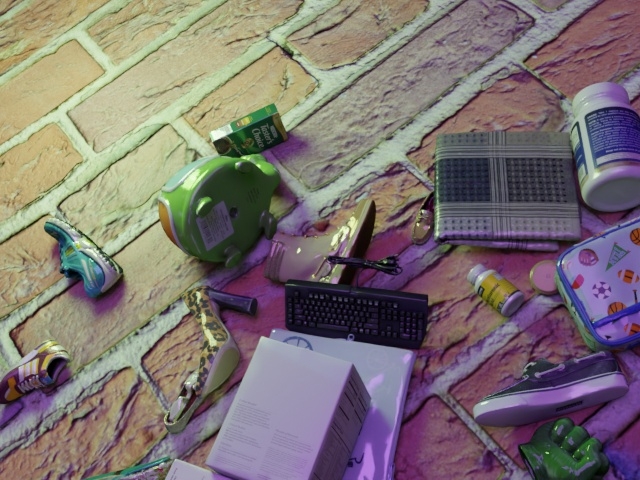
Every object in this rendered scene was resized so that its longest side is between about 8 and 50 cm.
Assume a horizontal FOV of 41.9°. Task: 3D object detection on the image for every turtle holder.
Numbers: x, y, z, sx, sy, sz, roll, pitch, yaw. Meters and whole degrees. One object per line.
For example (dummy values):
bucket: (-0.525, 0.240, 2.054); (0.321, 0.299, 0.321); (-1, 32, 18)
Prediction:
turtle holder: (-0.241, -0.106, 1.957); (0.227, 0.243, 0.320); (15, 71, 41)

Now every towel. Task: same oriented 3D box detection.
towel: (0.420, -0.117, 1.892); (0.324, 0.056, 0.312); (0, 56, 8)

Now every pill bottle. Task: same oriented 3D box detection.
pill bottle: (0.368, 0.103, 1.768); (0.065, 0.065, 0.116); (-40, 57, -12)
pill bottle: (0.636, -0.209, 1.842); (0.153, 0.153, 0.265); (-6, 58, 11)

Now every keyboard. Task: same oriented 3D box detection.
keyboard: (0.074, 0.121, 1.783); (0.317, 0.033, 0.202); (5, 102, 17)

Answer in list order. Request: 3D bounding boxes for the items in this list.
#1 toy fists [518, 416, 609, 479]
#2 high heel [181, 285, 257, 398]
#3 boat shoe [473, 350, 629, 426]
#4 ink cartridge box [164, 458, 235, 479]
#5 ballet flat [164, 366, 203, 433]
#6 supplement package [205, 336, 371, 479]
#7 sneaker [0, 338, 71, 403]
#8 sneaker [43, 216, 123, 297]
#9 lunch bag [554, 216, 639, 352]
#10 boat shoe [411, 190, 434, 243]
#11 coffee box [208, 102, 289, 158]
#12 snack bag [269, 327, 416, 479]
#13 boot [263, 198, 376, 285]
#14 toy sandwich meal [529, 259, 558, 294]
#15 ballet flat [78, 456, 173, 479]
toy fists: (0.478, 0.449, 1.505); (0.142, 0.096, 0.279); (-24, 54, -2)
high heel: (-0.268, 0.221, 1.849); (0.186, 0.093, 0.261); (9, 56, 24)
boat shoe: (0.434, 0.280, 1.616); (0.301, 0.108, 0.102); (-15, 56, 2)
ink cartridge box: (-0.149, 0.528, 1.554); (0.272, 0.198, 0.115); (14, 62, 21)
ballet flat: (-0.282, 0.336, 1.798); (0.057, 0.052, 0.168); (15, 63, 22)
supplement package: (-0.051, 0.360, 1.593); (0.199, 0.198, 0.263); (13, 64, 22)
sneaker: (-0.656, 0.310, 1.901); (0.084, 0.070, 0.185); (33, 72, 35)
sneaker: (-0.603, 0.036, 2.045); (0.275, 0.107, 0.110); (38, 83, 31)
lunch bag: (0.643, 0.087, 1.673); (0.303, 0.115, 0.243); (-22, 63, 1)
boat shoe: (0.241, -0.056, 1.913); (0.050, 0.045, 0.135); (12, 62, 22)
coffee box: (-0.180, -0.265, 2.114); (0.184, 0.113, 0.040); (-24, 55, -3)
snack bag: (0.015, 0.344, 1.726); (0.342, 0.037, 0.323); (5, 61, 18)
boot: (0.000, 0.000, 1.909); (0.203, 0.095, 0.262); (18, 74, 23)
toy sandwich meal: (0.487, 0.078, 1.777); (0.085, 0.029, 0.086); (-6, 68, 14)
ballet flat: (-0.407, 0.509, 1.718); (0.240, 0.091, 0.077); (-17, 86, 9)
